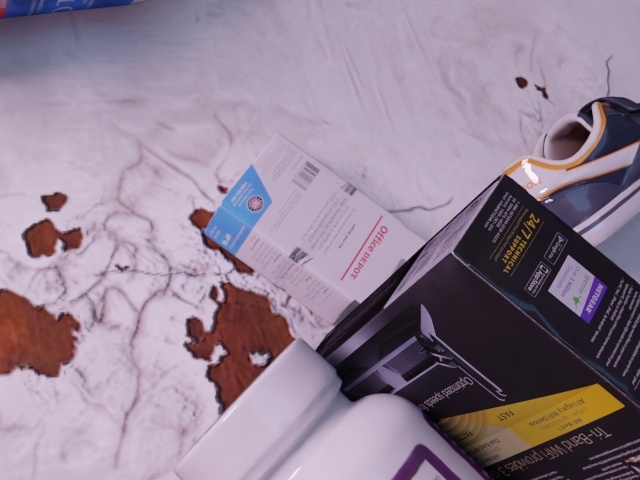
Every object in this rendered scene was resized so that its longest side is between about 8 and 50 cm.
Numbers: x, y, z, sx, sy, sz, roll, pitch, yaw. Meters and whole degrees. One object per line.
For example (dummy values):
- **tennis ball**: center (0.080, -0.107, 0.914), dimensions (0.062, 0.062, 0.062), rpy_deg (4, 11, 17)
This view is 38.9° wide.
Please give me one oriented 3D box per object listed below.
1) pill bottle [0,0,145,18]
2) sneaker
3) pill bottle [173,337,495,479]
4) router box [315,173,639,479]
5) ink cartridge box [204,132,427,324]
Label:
- **pill bottle**: center (-0.217, -0.275, 0.829), dimensions (0.221, 0.124, 0.124), rpy_deg (-16, 71, -29)
- **sneaker**: center (0.328, -0.102, 0.980), dimensions (0.321, 0.126, 0.127), rpy_deg (-32, 86, -32)
- **pill bottle**: center (0.051, 0.213, 0.611), dimensions (0.301, 0.169, 0.169), rpy_deg (44, 55, 4)
- **router box**: center (0.131, 0.121, 0.663), dimensions (0.243, 0.309, 0.081), rpy_deg (40, 56, -1)
- **ink cartridge box**: center (0.000, 0.000, 0.819), dimensions (0.180, 0.060, 0.104), rpy_deg (36, 55, -2)
